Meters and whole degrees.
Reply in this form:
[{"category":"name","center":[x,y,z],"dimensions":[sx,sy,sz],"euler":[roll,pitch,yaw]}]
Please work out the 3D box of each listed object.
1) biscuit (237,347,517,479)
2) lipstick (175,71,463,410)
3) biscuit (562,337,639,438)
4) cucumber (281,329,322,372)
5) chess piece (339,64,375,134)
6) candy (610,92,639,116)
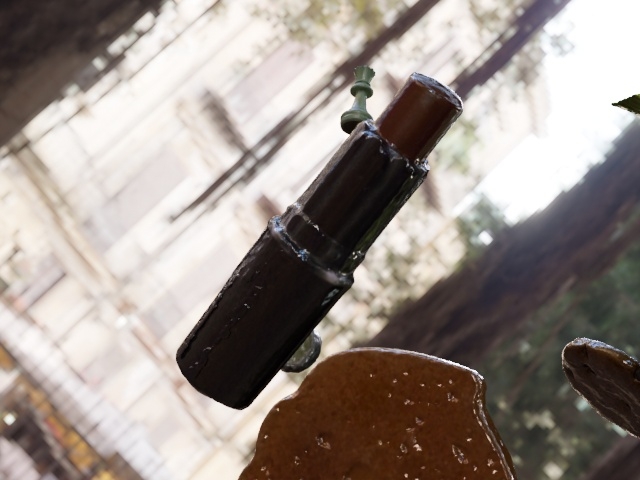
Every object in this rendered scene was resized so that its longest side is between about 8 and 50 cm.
[{"category":"biscuit","center":[0.053,0.342,2.017],"dimensions":[0.349,0.455,0.078],"euler":[37,-3,17]},{"category":"lipstick","center":[0.000,0.000,1.186],"dimensions":[0.081,0.300,0.081],"euler":[35,15,-11]},{"category":"biscuit","center":[0.430,0.219,2.249],"dimensions":[0.212,0.036,0.212],"euler":[37,-20,16]},{"category":"cucumber","center":[-0.028,0.127,1.857],"dimensions":[0.064,0.064,0.112],"euler":[44,0,9]},{"category":"chess piece","center":[0.050,-0.175,1.916],"dimensions":[0.042,0.093,0.042],"euler":[8,-29,4]},{"category":"candy","center":[0.438,-0.123,1.649],"dimensions":[0.149,0.069,0.246],"euler":[30,-13,-30]}]
